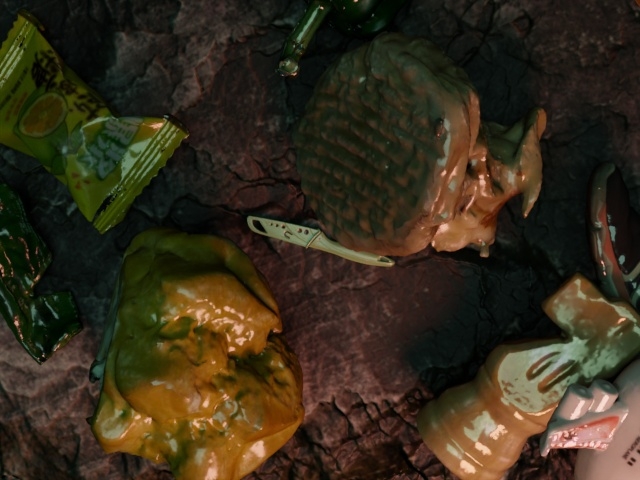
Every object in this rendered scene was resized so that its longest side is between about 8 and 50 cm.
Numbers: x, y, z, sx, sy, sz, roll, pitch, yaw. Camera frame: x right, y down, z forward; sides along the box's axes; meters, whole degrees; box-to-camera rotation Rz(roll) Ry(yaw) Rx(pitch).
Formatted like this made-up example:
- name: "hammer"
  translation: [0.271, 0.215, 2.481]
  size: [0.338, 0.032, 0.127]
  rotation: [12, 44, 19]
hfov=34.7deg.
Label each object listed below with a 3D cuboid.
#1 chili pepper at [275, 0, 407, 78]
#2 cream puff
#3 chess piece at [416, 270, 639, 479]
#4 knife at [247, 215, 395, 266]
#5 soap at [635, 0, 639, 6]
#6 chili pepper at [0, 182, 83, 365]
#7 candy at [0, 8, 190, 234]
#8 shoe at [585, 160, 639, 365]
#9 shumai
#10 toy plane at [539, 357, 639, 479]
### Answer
- name: "chili pepper"
  translation: [0.017, -0.317, 1.247]
  size: [0.261, 0.174, 0.165]
  rotation: [-44, 84, 3]
- name: "cream puff"
  translation: [-0.137, 0.125, 1.261]
  size: [0.270, 0.323, 0.274]
  rotation: [11, 108, -17]
- name: "chess piece"
  translation: [0.265, 0.170, 1.251]
  size: [0.137, 0.137, 0.301]
  rotation: [46, 112, 1]
- name: "knife"
  translation: [0.000, 0.000, 1.357]
  size: [0.207, 0.014, 0.030]
  rotation: [15, 98, 6]
- name: "soap"
  translation: [0.422, -0.334, 1.263]
  size: [0.092, 0.037, 0.252]
  rotation: [-41, 89, 10]
- name: "chili pepper"
  translation: [-0.409, 0.043, 1.382]
  size: [0.099, 0.083, 0.253]
  rotation: [-24, 95, -1]
- name: "candy"
  translation: [-0.334, -0.156, 1.356]
  size: [0.297, 0.081, 0.187]
  rotation: [38, 98, 14]
- name: "shoe"
  translation: [0.409, 0.037, 1.257]
  size: [0.137, 0.114, 0.291]
  rotation: [-18, 95, 14]
- name: "shumai"
  translation: [0.137, -0.114, 1.260]
  size: [0.262, 0.314, 0.267]
  rotation: [-2, 98, -37]
- name: "toy plane"
  translation: [0.361, 0.241, 1.178]
  size: [0.252, 0.118, 0.252]
  rotation: [-5, 116, -11]
